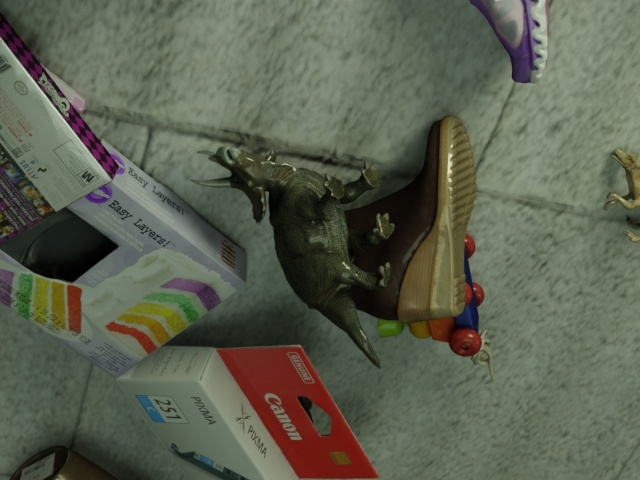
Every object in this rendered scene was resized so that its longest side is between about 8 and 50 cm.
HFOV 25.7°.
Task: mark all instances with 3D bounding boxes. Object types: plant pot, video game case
[{"bbox_3d":[-0.338,0.409,1.983,0.215,0.215,0.230,-25,114,17],"label":"plant pot"},{"bbox_3d":[-0.374,-0.118,1.561,0.210,0.042,0.232,-27,112,24],"label":"video game case"}]

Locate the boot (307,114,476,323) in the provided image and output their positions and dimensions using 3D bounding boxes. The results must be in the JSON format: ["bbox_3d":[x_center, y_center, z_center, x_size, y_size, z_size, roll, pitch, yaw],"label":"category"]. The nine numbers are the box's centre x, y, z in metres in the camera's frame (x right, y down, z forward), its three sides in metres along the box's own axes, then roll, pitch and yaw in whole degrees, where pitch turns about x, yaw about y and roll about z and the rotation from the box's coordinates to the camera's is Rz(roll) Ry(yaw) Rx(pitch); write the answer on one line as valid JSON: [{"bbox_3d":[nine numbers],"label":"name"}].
[{"bbox_3d":[0.074,-0.027,1.669,0.206,0.090,0.249,5,95,27],"label":"boot"}]

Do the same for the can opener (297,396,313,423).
[{"bbox_3d":[-0.041,0.223,1.917,0.059,0.073,0.186,-11,141,-5],"label":"can opener"}]

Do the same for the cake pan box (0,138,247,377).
[{"bbox_3d":[-0.264,0.027,1.723,0.245,0.070,0.267,-36,123,22],"label":"cake pan box"}]

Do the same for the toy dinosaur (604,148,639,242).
[{"bbox_3d":[0.412,-0.040,1.716,0.183,0.053,0.092,30,122,-26],"label":"toy dinosaur"}]

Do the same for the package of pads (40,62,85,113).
[{"bbox_3d":[-0.310,-0.164,1.575,0.050,0.032,0.083,-35,124,25],"label":"package of pads"}]

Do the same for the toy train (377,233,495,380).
[{"bbox_3d":[0.138,0.105,1.801,0.143,0.105,0.248,-4,132,13],"label":"toy train"}]

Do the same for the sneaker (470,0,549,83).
[{"bbox_3d":[0.186,-0.271,1.481,0.104,0.095,0.236,-8,127,12],"label":"sneaker"}]

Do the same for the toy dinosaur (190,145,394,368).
[{"bbox_3d":[0.000,0.000,1.637,0.160,0.121,0.314,-18,106,40],"label":"toy dinosaur"}]

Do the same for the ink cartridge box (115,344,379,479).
[{"bbox_3d":[-0.095,0.255,1.878,0.261,0.066,0.296,-3,135,29],"label":"ink cartridge box"}]
